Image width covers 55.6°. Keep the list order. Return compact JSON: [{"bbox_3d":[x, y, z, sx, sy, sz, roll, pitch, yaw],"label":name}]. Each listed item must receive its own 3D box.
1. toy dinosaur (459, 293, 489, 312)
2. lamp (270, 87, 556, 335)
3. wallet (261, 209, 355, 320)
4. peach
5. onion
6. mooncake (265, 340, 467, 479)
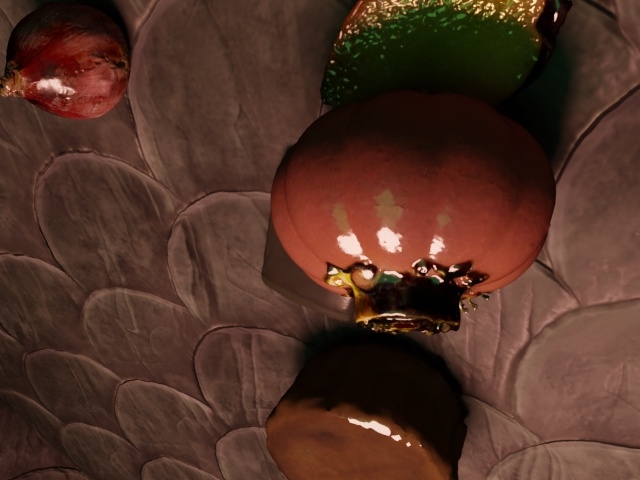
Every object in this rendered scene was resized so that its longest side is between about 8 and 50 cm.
[{"bbox_3d":[0.190,0.075,0.869,0.119,0.029,0.060,-31,91,48],"label":"toy dinosaur"},{"bbox_3d":[0.095,-0.019,0.660,0.305,0.240,0.305,5,162,2],"label":"lamp"},{"bbox_3d":[0.000,0.000,0.900,0.168,0.052,0.245,23,129,12],"label":"wallet"},{"bbox_3d":[0.120,-0.213,0.645,0.279,0.068,0.189,-13,128,33],"label":"peach"},{"bbox_3d":[-0.349,-0.232,0.811,0.159,0.195,0.160,10,122,17],"label":"onion"},{"bbox_3d":[0.080,0.321,1.014,0.323,0.187,0.324,14,130,17],"label":"mooncake"}]
